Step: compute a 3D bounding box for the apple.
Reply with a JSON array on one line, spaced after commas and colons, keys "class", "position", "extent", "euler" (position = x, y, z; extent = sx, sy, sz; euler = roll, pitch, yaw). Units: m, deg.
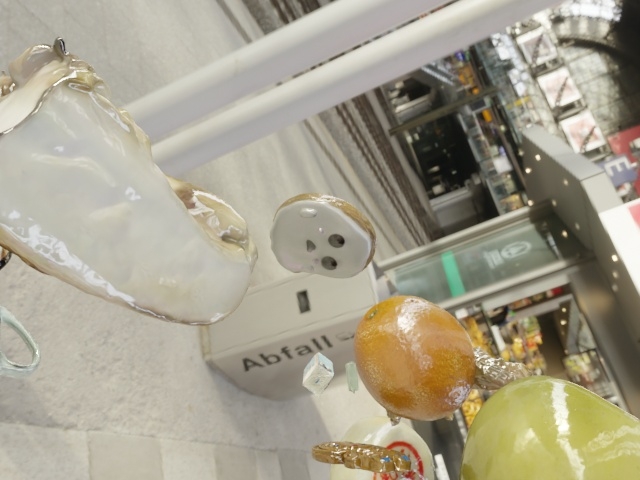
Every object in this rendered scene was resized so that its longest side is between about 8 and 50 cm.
[{"class": "apple", "position": [0.292, 0.291, 0.687], "extent": [0.262, 0.262, 0.263], "euler": [-22, 90, -77]}]

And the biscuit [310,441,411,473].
[{"class": "biscuit", "position": [0.061, 0.321, 0.865], "extent": [0.124, 0.175, 0.026], "euler": [11, 75, -34]}]

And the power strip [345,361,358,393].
[{"class": "power strip", "position": [0.084, 0.365, 1.526], "extent": [0.017, 0.027, 0.083], "euler": [138, -49, -62]}]

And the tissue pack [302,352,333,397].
[{"class": "tissue pack", "position": [-0.005, 0.327, 1.412], "extent": [0.058, 0.074, 0.094], "euler": [35, 6, -4]}]

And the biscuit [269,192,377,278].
[{"class": "biscuit", "position": [0.000, 0.000, 1.079], "extent": [0.049, 0.208, 0.181], "euler": [-60, 156, -50]}]

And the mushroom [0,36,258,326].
[{"class": "mushroom", "position": [-0.288, -0.028, 0.758], "extent": [0.397, 0.313, 0.224], "euler": [44, 62, -35]}]

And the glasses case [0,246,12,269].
[{"class": "glasses case", "position": [-0.618, 0.052, 0.828], "extent": [0.122, 0.321, 0.082], "euler": [38, -39, 40]}]

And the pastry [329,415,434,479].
[{"class": "pastry", "position": [0.139, 0.520, 1.268], "extent": [0.264, 0.133, 0.265], "euler": [6, 80, -38]}]

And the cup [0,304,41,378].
[{"class": "cup", "position": [-0.689, 0.193, 1.138], "extent": [0.258, 0.186, 0.234], "euler": [16, 40, -30]}]

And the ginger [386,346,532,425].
[{"class": "ginger", "position": [0.261, 0.282, 1.120], "extent": [0.084, 0.290, 0.122], "euler": [56, 24, -37]}]

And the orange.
[{"class": "orange", "position": [0.150, 0.187, 0.932], "extent": [0.206, 0.206, 0.206], "euler": [-22, 90, -77]}]
